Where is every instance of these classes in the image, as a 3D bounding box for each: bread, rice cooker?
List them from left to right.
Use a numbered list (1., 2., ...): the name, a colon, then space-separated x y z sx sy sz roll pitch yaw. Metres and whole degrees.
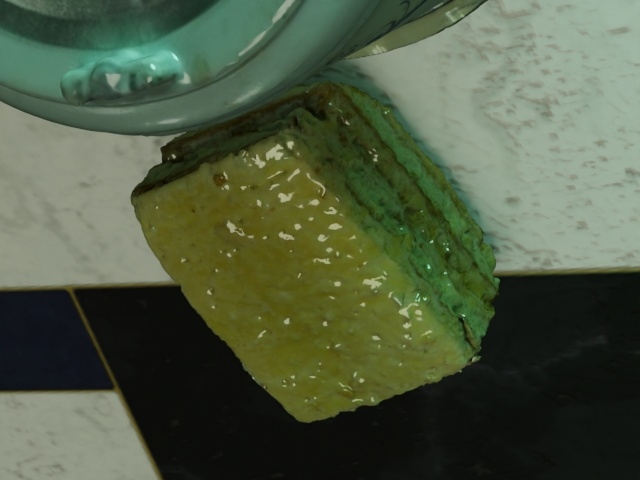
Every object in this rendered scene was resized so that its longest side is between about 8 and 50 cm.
1. rice cooker: -0.034 -0.184 0.698 0.317 0.316 0.264 -11 103 24
2. bread: 0.000 0.000 1.018 0.138 0.102 0.196 -23 123 30
